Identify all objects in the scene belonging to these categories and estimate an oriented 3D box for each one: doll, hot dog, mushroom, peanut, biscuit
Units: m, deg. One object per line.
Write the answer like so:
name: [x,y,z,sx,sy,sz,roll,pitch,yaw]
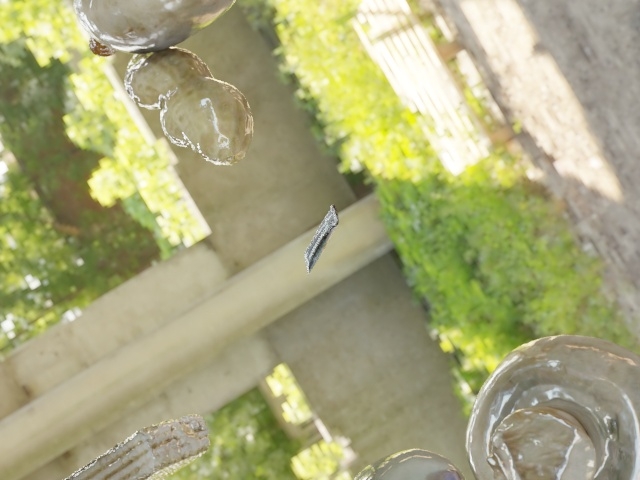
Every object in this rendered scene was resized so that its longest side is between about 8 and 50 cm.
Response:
doll: [0.125,0.458,1.932,0.370,0.226,0.215,75,-176,-65]
hot dog: [-0.355,-0.338,2.067,0.058,0.035,0.083,45,143,6]
mushroom: [-0.201,-0.330,1.532,0.178,0.226,0.226,52,177,-19]
mushroom: [0.315,0.256,1.604,0.297,0.297,0.290,56,-165,30]
peanut: [-0.168,-0.176,1.566,0.228,0.104,0.085,44,-163,32]
biscuit: [-0.350,0.403,2.076,0.144,0.426,0.078,-13,-107,-50]

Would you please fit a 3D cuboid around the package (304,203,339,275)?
package: [0.000,0.000,1.737,0.037,0.015,0.110,-102,33,-45]
